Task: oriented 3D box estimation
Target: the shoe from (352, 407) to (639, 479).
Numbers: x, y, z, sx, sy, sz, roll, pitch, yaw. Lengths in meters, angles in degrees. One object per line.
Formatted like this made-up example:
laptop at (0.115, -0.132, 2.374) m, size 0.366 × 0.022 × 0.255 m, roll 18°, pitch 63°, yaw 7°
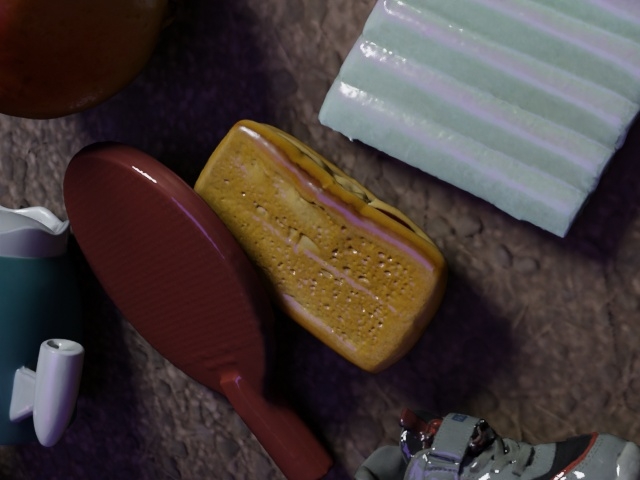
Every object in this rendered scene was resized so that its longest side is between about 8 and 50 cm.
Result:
shoe at (0.109, 0.157, 0.737) m, size 0.228 × 0.099 × 0.125 m, roll -30°, pitch 91°, yaw 33°

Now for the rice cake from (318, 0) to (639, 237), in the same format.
rice cake at (0.115, -0.112, 0.704) m, size 0.198 × 0.037 × 0.189 m, roll 35°, pitch 114°, yaw 16°

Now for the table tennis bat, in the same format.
table tennis bat at (-0.094, 0.060, 0.815) m, size 0.310 × 0.038 × 0.200 m, roll 54°, pitch 147°, yaw -9°

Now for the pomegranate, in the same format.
pomegranate at (-0.200, -0.190, 0.751) m, size 0.209 × 0.209 × 0.209 m, roll 7°, pitch 105°, yaw 26°

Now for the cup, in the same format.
cup at (-0.273, 0.059, 0.876) m, size 0.300 × 0.168 × 0.173 m, roll 22°, pitch 105°, yaw 48°

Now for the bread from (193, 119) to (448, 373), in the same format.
bread at (0.000, 0.000, 0.768) m, size 0.200 × 0.077 × 0.116 m, roll 37°, pitch 117°, yaw 13°
